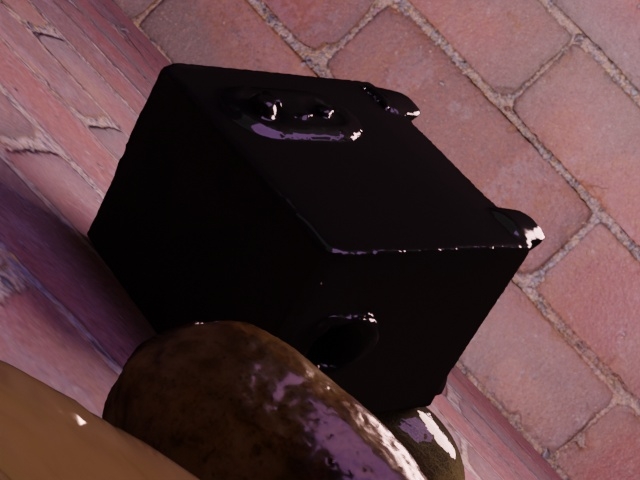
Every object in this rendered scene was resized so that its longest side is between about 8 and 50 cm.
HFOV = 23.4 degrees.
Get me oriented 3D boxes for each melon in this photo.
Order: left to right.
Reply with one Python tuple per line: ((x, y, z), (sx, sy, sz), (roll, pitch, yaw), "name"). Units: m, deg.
((0.061, 0.178, 1.263), (0.130, 0.098, 0.098), (44, 5, -5), "melon")

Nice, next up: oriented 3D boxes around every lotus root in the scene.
((-0.006, 0.148, 0.789), (0.260, 0.128, 0.145), (49, -4, 11), "lotus root")

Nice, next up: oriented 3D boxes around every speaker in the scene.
((0.000, 0.000, 1.195), (0.254, 0.184, 0.232), (0, 40, -44), "speaker")

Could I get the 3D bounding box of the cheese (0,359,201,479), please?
((0.008, 0.220, 0.465), (0.384, 0.104, 0.384), (47, 5, -5), "cheese")
